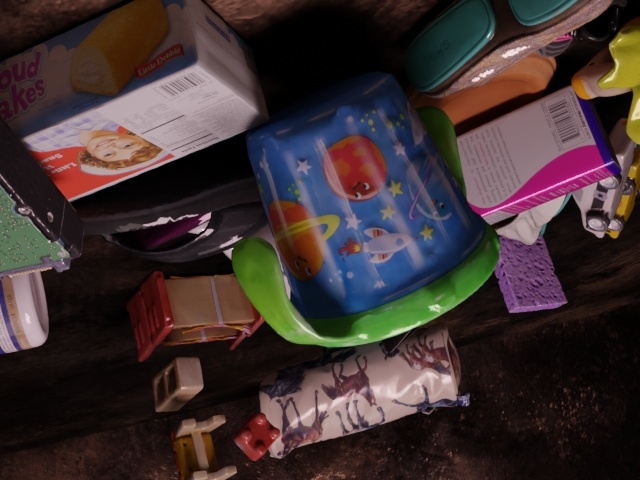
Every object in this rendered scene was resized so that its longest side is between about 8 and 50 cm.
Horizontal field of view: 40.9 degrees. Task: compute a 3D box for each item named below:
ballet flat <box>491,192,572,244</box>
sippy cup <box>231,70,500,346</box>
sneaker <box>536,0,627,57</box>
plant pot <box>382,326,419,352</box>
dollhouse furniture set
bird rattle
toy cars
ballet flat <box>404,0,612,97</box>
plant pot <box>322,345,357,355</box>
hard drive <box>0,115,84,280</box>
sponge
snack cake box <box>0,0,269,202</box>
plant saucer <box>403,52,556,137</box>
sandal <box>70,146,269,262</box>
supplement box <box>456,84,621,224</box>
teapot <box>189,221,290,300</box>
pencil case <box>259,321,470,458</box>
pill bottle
[{"bbox_3d":[0.309,-0.084,1.330,0.139,0.139,0.400,-14,163,0],"label":"ballet flat"},{"bbox_3d":[0.039,-0.045,0.891,0.240,0.224,0.305,-21,-164,10],"label":"sippy cup"},{"bbox_3d":[0.270,-0.232,0.903,0.063,0.075,0.170,-10,162,-14],"label":"sneaker"},{"bbox_3d":[0.148,0.054,1.467,0.187,0.167,0.188,-38,168,-18],"label":"plant pot"},{"bbox_3d":[-0.193,0.239,1.493,0.201,0.374,0.152,0,153,-34],"label":"dollhouse furniture set"},{"bbox_3d":[0.385,-0.228,0.941,0.253,0.143,0.207,-47,-162,-15],"label":"bird rattle"},{"bbox_3d":[0.449,-0.098,1.351,0.087,0.177,0.393,23,-171,23],"label":"toy cars"},{"bbox_3d":[0.205,-0.232,0.830,0.106,0.108,0.316,-8,172,-32],"label":"ballet flat"},{"bbox_3d":[0.068,0.117,1.682,0.165,0.166,0.234,-14,157,-2],"label":"plant pot"},{"bbox_3d":[-0.381,-0.069,0.719,0.236,0.064,0.339,-11,143,10],"label":"hard drive"},{"bbox_3d":[0.354,0.024,1.527,0.117,0.210,0.031,-2,155,-28],"label":"sponge"},{"bbox_3d":[-0.202,-0.130,0.827,0.264,0.089,0.152,-19,163,16],"label":"snack cake box"},{"bbox_3d":[0.199,-0.180,1.069,0.199,0.037,0.200,-13,163,-4],"label":"plant saucer"},{"bbox_3d":[-0.119,-0.040,1.014,0.445,0.107,0.167,-10,-157,-16],"label":"sandal"},{"bbox_3d":[0.259,-0.101,1.110,0.220,0.111,0.114,-23,169,22],"label":"supplement box"},{"bbox_3d":[0.000,0.000,1.146,0.256,0.252,0.187,-40,153,-5],"label":"teapot"},{"bbox_3d":[0.075,0.298,1.664,0.410,0.184,0.160,-17,-159,3],"label":"pencil case"},{"bbox_3d":[-0.514,0.093,1.152,0.264,0.153,0.153,-11,162,-11],"label":"pill bottle"}]
